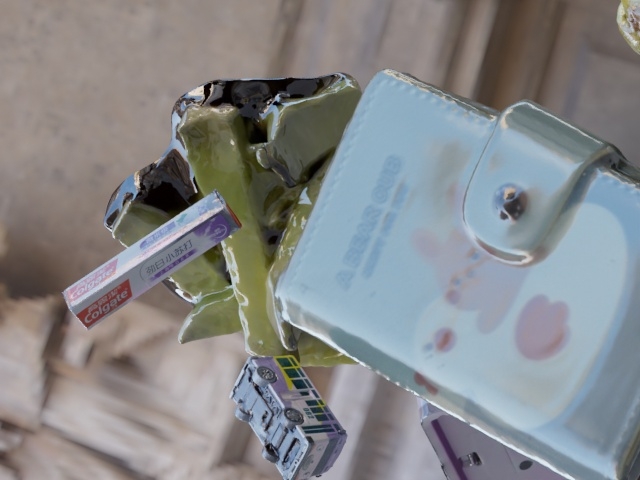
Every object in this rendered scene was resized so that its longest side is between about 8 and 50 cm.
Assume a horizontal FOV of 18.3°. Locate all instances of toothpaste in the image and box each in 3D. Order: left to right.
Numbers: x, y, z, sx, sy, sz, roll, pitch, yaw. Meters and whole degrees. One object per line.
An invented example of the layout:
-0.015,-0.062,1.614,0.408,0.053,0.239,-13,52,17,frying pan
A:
-0.173,0.022,2.069,0.196,0.040,0.047,-33,-51,2,toothpaste

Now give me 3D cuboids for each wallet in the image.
0.142,0.018,1.566,0.083,0.360,0.252,13,-77,-57,wallet

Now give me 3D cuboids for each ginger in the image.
0.000,0.000,2.153,0.358,0.413,0.211,-62,27,16,ginger

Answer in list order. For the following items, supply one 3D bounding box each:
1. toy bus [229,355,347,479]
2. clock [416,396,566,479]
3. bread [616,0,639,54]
-0.024,0.143,1.600,0.058,0.102,0.052,-2,-48,-38,toy bus
0.175,0.165,1.765,0.197,0.150,0.063,62,-165,-49,clock
0.392,-0.133,1.690,0.367,0.084,0.077,25,-113,-31,bread
